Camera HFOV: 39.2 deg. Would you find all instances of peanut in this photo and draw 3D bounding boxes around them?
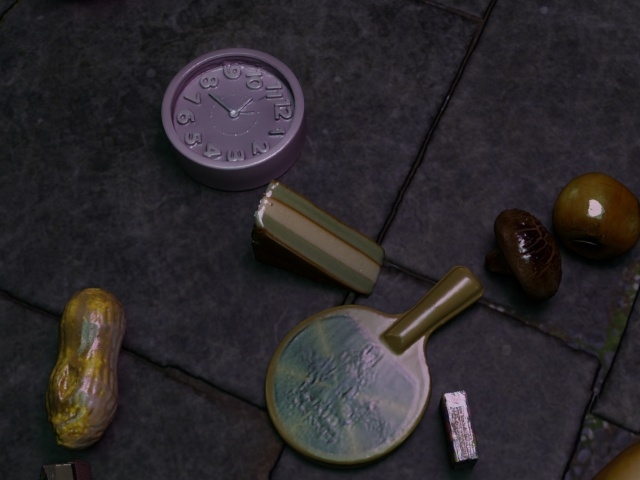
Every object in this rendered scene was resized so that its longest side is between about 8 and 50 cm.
[{"bbox_3d":[-0.287,0.156,1.108,0.087,0.087,0.206,1,64,2],"label":"peanut"}]

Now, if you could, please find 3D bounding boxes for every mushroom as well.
[{"bbox_3d":[0.262,0.017,1.143,0.085,0.109,0.126,-22,83,-13],"label":"mushroom"}]

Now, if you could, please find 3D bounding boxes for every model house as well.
[{"bbox_3d":[-0.298,0.308,1.063,0.058,0.057,0.083,0,43,-26],"label":"model house"}]

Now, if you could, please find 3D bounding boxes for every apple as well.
[{"bbox_3d":[0.360,-0.033,1.164,0.114,0.099,0.102,21,66,14],"label":"apple"}]

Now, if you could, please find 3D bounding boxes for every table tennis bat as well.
[{"bbox_3d":[0.076,0.145,1.127,0.321,0.050,0.198,-39,69,-10],"label":"table tennis bat"}]

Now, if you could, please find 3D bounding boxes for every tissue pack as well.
[{"bbox_3d":[0.165,0.227,1.074,0.035,0.063,0.083,-8,67,1],"label":"tissue pack"}]

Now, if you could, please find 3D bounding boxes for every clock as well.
[{"bbox_3d":[-0.118,-0.170,1.255,0.197,0.068,0.196,-1,66,1],"label":"clock"}]

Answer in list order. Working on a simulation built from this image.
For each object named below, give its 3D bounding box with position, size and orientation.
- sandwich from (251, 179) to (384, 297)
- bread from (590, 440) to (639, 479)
[{"bbox_3d":[0.000,0.000,1.151,0.163,0.113,0.079,19,68,9],"label":"sandwich"},{"bbox_3d":[0.406,0.372,0.950,0.333,0.160,0.332,-1,64,2],"label":"bread"}]
